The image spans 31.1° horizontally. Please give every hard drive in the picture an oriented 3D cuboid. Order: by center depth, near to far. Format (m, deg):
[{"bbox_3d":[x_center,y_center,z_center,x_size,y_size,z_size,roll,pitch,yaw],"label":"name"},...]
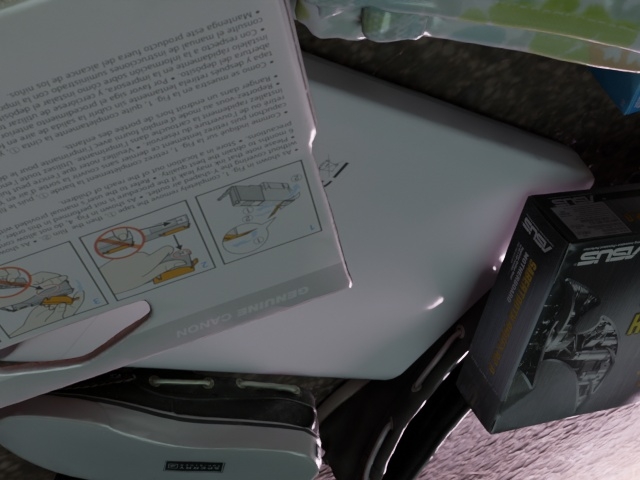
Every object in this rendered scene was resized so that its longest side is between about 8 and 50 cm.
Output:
[{"bbox_3d":[0.000,0.000,0.731,0.353,0.047,0.233,11,130,-48],"label":"hard drive"}]

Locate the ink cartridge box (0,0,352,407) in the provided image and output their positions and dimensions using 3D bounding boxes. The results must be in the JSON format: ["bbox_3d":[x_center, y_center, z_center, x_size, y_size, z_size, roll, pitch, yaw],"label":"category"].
[{"bbox_3d":[-0.147,-0.019,0.512,0.296,0.066,0.261,-19,148,-2],"label":"ink cartridge box"}]

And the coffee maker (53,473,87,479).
[{"bbox_3d":[-0.106,0.197,0.887,0.171,0.120,0.178,-48,157,-21],"label":"coffee maker"}]

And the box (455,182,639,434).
[{"bbox_3d":[0.229,0.043,0.845,0.231,0.056,0.183,-6,130,-26],"label":"box"}]

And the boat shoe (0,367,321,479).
[{"bbox_3d":[-0.108,0.121,0.782,0.219,0.070,0.077,10,140,-16],"label":"boat shoe"}]

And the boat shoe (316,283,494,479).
[{"bbox_3d":[0.121,0.096,0.931,0.112,0.095,0.335,6,134,-46],"label":"boat shoe"}]

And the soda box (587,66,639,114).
[{"bbox_3d":[0.207,-0.170,0.635,0.067,0.071,0.210,-17,147,-19],"label":"soda box"}]

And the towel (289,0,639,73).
[{"bbox_3d":[0.172,-0.221,0.429,0.321,0.090,0.374,3,134,-24],"label":"towel"}]
